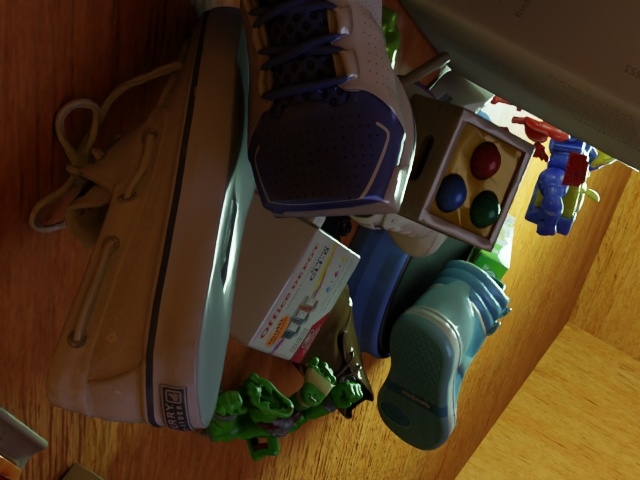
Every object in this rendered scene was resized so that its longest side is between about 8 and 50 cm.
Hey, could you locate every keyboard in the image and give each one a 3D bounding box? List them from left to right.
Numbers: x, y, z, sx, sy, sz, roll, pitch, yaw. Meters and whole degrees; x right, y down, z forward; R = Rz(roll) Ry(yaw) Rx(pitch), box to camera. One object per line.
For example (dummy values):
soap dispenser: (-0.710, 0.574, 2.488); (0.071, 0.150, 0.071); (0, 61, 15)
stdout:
keyboard: (0.000, 0.000, 1.584); (0.108, 0.023, 0.180); (-47, 161, -18)

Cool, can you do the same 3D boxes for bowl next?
bowl: (0.147, -0.006, 1.899); (0.391, 0.077, 0.391); (-52, 161, -25)

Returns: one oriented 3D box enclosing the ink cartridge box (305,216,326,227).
ink cartridge box: (-0.051, 0.009, 1.379); (0.115, 0.063, 0.029); (-61, 161, 2)

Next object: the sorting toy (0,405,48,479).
sorting toy: (-0.294, 0.226, 1.069); (0.196, 0.047, 0.347); (-56, 163, -14)

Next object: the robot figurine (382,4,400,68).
robot figurine: (0.039, -0.178, 1.323); (0.101, 0.067, 0.115); (-54, 164, -47)

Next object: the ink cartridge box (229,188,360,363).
ink cartridge box: (-0.062, 0.026, 1.266); (0.128, 0.127, 0.176); (-59, 162, -1)

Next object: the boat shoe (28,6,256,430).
boat shoe: (-0.135, -0.030, 0.974); (0.136, 0.156, 0.367); (85, 9, -55)

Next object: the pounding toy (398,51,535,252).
pounding toy: (0.129, -0.106, 1.419); (0.206, 0.094, 0.181); (21, 92, -42)

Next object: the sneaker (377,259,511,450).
sneaker: (0.189, 0.158, 1.941); (0.208, 0.127, 0.319); (-47, 160, -32)

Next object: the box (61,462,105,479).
box: (-0.195, 0.371, 1.256); (0.213, 0.243, 0.117); (-52, 161, -28)

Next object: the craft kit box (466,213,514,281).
craft kit box: (0.219, 0.086, 2.138); (0.246, 0.061, 0.250); (-62, 180, 22)

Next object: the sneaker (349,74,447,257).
sneaker: (0.076, -0.058, 1.572); (0.152, 0.114, 0.305); (-52, 152, -22)

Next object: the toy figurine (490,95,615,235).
toy figurine: (0.313, -0.118, 1.867); (0.362, 0.191, 0.217); (-64, 165, -54)

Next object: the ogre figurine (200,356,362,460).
ogre figurine: (-0.059, 0.199, 1.575); (0.197, 0.097, 0.118); (-25, 169, -46)

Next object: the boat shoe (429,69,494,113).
boat shoe: (0.158, -0.159, 1.705); (0.184, 0.066, 0.063); (-44, 168, -44)

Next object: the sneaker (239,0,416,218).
sneaker: (-0.020, -0.180, 0.907); (0.182, 0.127, 0.315); (39, 49, -60)

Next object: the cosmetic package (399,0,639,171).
cosmetic package: (0.321, -0.300, 1.486); (0.329, 0.327, 0.394); (-60, 162, 1)

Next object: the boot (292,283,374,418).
boot: (0.016, 0.133, 1.654); (0.112, 0.115, 0.305); (-34, 157, -6)
